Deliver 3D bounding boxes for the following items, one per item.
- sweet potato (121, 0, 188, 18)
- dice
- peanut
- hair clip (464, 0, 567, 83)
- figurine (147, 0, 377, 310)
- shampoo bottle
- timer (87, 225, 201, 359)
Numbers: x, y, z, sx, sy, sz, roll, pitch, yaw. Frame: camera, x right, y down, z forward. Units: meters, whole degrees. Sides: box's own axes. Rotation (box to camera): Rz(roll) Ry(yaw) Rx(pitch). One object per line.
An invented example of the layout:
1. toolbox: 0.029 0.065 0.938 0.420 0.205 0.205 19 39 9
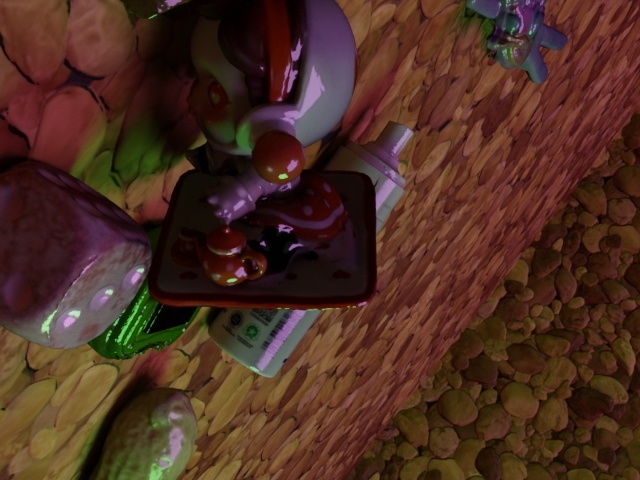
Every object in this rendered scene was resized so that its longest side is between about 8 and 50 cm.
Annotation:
1. sweet potato: -0.056 -0.236 0.534 0.244 0.077 0.077 -66 160 11
2. dice: -0.172 0.010 0.651 0.091 0.094 0.093 -56 164 4
3. peanut: -0.188 0.239 1.052 0.098 0.090 0.214 -11 137 -48
4. hair clip: 0.238 -0.265 1.200 0.137 0.090 0.278 -63 163 1
5. figurine: -0.036 -0.097 0.682 0.183 0.160 0.226 -88 179 -56
6. shampoo bottle: 0.000 0.000 1.086 0.303 0.092 0.092 -55 163 2
7. timer: -0.139 0.045 0.880 0.128 0.047 0.140 -58 162 16
